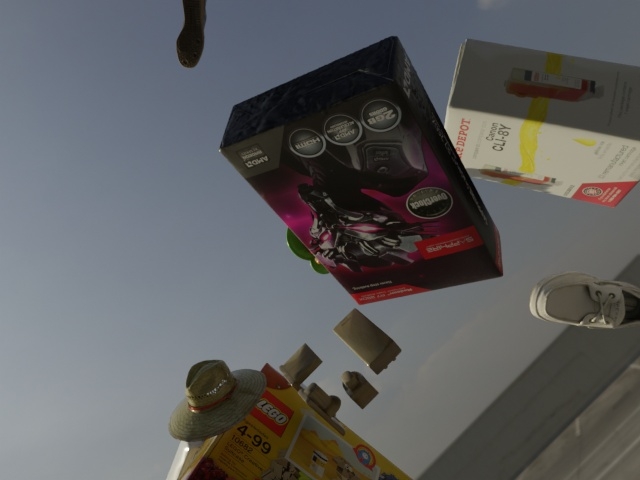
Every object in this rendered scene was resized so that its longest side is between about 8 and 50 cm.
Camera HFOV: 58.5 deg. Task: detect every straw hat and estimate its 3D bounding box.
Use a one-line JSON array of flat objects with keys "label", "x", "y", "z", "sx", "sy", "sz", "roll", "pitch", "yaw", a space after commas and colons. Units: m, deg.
[{"label": "straw hat", "x": -0.147, "y": 0.191, "z": 0.756, "sx": 0.144, "sy": 0.144, "sz": 0.061, "roll": -30, "pitch": -67, "yaw": -28}]

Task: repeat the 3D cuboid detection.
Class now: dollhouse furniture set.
[{"label": "dollhouse furniture set", "x": 0.052, "y": 0.209, "z": 0.874, "sx": 0.151, "sy": 0.144, "sz": 0.123, "roll": -44, "pitch": -59, "yaw": -6}]

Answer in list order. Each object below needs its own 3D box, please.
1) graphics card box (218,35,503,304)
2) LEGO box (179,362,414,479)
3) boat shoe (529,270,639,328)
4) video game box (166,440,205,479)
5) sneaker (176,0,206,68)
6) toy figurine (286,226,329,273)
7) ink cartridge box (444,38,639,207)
[{"label": "graphics card box", "x": 0.072, "y": -0.059, "z": 0.752, "sx": 0.233, "sy": 0.094, "sz": 0.371, "roll": -14, "pitch": -44, "yaw": 27}, {"label": "LEGO box", "x": -0.001, "y": 0.494, "z": 0.874, "sx": 0.193, "sy": 0.500, "sz": 0.372, "roll": -51, "pitch": 0, "yaw": 27}, {"label": "boat shoe", "x": 0.518, "y": 0.115, "z": 1.052, "sx": 0.277, "sy": 0.096, "sz": 0.098, "roll": 2, "pitch": -78, "yaw": -21}, {"label": "video game box", "x": -0.201, "y": 0.449, "z": 1.125, "sx": 0.187, "sy": 0.048, "sz": 0.205, "roll": 7, "pitch": -60, "yaw": -32}, {"label": "sneaker", "x": -0.290, "y": -0.500, "z": 1.336, "sx": 0.071, "sy": 0.066, "sz": 0.188, "roll": -66, "pitch": -8, "yaw": -62}, {"label": "toy figurine", "x": 0.000, "y": 0.000, "z": 1.420, "sx": 0.130, "sy": 0.173, "sz": 0.159, "roll": -26, "pitch": 0, "yaw": -14}, {"label": "ink cartridge box", "x": 0.442, "y": -0.224, "z": 1.137, "sx": 0.279, "sy": 0.385, "sz": 0.160, "roll": 69, "pitch": -143, "yaw": -70}]
